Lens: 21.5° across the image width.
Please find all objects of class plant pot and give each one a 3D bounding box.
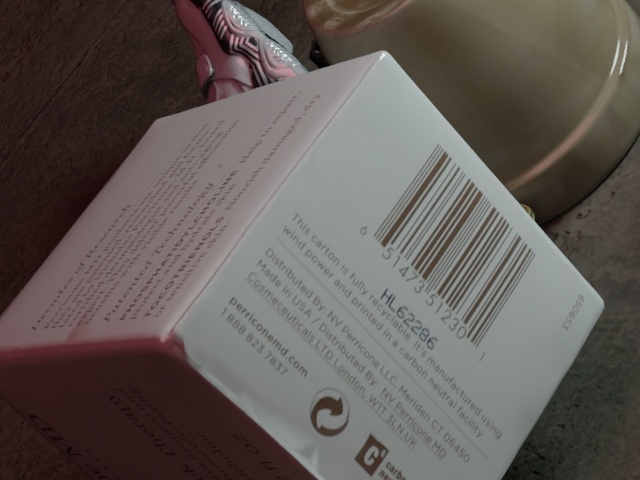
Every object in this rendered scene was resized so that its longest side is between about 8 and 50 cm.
[{"bbox_3d":[0.140,-0.204,1.725,0.323,0.280,0.323,-24,45,26],"label":"plant pot"}]

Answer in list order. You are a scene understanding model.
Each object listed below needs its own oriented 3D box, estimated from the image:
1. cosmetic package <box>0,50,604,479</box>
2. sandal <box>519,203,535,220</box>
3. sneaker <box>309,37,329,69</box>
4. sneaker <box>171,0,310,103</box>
[{"bbox_3d":[-0.036,0.083,1.511,0.394,0.329,0.327,-10,39,56],"label":"cosmetic package"},{"bbox_3d":[0.168,0.049,1.674,0.072,0.049,0.180,19,87,56],"label":"sandal"},{"bbox_3d":[0.057,-0.234,1.986,0.152,0.084,0.058,-20,46,31],"label":"sneaker"},{"bbox_3d":[-0.105,-0.147,1.970,0.210,0.137,0.366,-51,55,10],"label":"sneaker"}]
